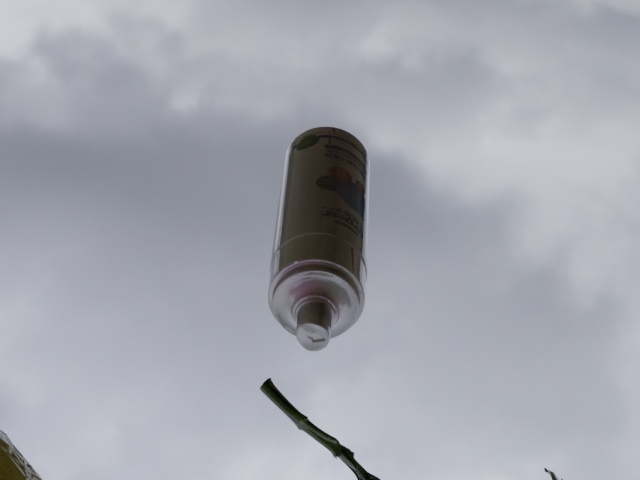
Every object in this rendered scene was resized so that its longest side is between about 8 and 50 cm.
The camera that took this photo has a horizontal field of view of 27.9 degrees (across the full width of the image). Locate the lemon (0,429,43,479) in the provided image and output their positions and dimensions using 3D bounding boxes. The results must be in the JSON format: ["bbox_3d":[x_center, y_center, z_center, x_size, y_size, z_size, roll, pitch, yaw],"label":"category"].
[{"bbox_3d":[-0.181,0.162,0.364,0.268,0.322,0.268,2,156,1],"label":"lemon"}]

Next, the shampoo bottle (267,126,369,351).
[{"bbox_3d":[0.000,0.000,1.208,0.092,0.092,0.303,12,-148,-4],"label":"shampoo bottle"}]

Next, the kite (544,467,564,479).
[{"bbox_3d":[0.156,0.220,0.673,0.229,0.012,0.250,51,-161,-35],"label":"kite"}]

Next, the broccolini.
[{"bbox_3d":[0.018,0.218,1.347,0.218,0.044,0.042,45,169,18],"label":"broccolini"}]
